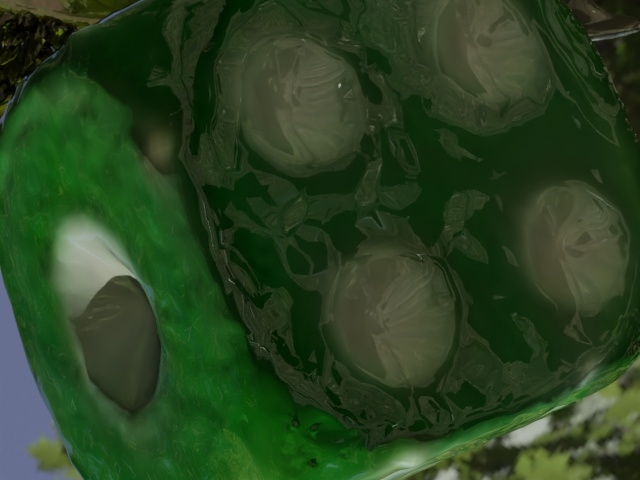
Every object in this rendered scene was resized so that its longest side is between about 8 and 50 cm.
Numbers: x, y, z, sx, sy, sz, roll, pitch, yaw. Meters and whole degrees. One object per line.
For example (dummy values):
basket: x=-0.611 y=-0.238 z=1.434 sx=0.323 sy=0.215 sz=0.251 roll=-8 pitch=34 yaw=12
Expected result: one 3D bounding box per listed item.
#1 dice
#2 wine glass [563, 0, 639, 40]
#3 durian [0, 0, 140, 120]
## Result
dice: x=0.000 y=0.000 z=1.012 sx=0.300 sy=0.287 sz=0.297 roll=-18 pitch=-98 yaw=-30
wine glass: x=0.209 y=-0.290 z=1.472 sx=0.126 sy=0.241 sz=0.126 roll=-5 pitch=-166 yaw=1
durian: x=-0.111 y=-0.194 z=1.261 sx=0.352 sy=0.158 sz=0.169 roll=-40 pitch=-92 yaw=-15
